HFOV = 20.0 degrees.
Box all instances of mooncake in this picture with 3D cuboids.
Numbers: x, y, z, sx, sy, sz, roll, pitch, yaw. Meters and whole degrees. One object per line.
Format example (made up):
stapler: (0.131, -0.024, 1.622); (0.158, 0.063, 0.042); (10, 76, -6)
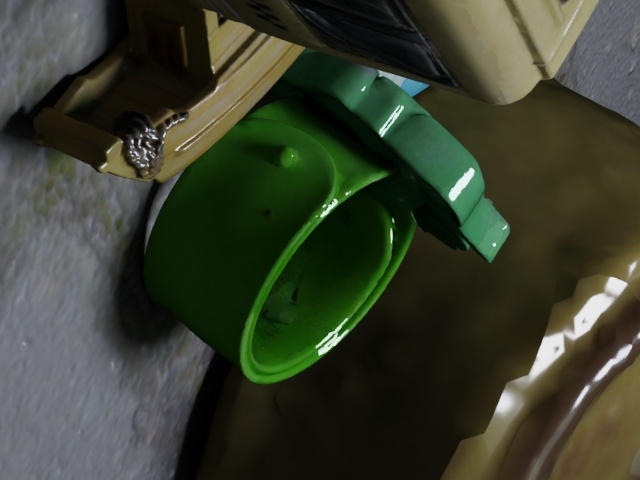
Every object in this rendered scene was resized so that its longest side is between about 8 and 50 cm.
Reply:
mooncake: (0.104, 0.115, 1.113); (0.393, 0.246, 0.394); (-48, 152, -26)

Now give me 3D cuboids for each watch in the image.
watch: (0.000, 0.000, 0.880); (0.152, 0.131, 0.165); (-51, 159, -8)

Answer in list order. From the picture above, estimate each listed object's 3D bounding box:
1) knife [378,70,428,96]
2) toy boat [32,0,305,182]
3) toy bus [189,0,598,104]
knife: (0.069, -0.124, 1.027); (0.222, 0.031, 0.064); (-37, 128, -55)
toy boat: (-0.044, -0.094, 0.740); (0.200, 0.057, 0.077); (-50, 151, -34)
toy bus: (-0.010, -0.176, 0.510); (0.177, 0.202, 0.365); (-64, 160, -4)
